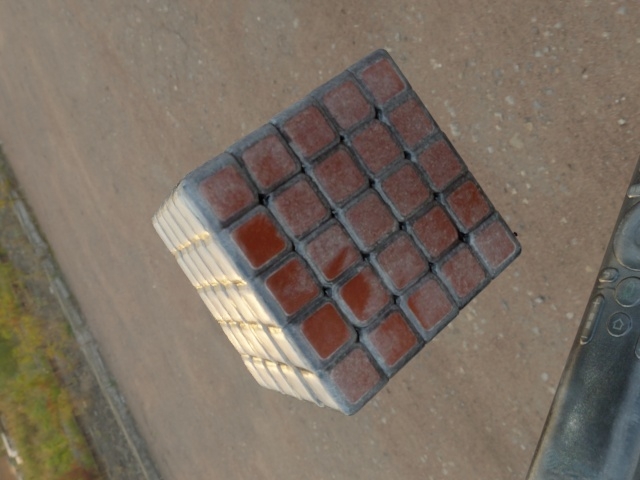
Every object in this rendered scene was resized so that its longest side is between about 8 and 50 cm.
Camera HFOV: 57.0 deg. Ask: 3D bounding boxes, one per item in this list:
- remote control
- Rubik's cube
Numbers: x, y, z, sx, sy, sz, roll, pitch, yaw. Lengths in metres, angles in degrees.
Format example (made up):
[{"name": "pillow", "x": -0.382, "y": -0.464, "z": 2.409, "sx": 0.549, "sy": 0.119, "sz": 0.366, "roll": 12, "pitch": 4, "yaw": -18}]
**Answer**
[{"name": "remote control", "x": 0.304, "y": 0.076, "z": 0.572, "sx": 0.107, "sy": 0.044, "sz": 0.377, "roll": 12, "pitch": 77, "yaw": 58}, {"name": "Rubik's cube", "x": 0.000, "y": 0.000, "z": 0.588, "sx": 0.238, "sy": 0.237, "sz": 0.237, "roll": 56, "pitch": 157, "yaw": -5}]
